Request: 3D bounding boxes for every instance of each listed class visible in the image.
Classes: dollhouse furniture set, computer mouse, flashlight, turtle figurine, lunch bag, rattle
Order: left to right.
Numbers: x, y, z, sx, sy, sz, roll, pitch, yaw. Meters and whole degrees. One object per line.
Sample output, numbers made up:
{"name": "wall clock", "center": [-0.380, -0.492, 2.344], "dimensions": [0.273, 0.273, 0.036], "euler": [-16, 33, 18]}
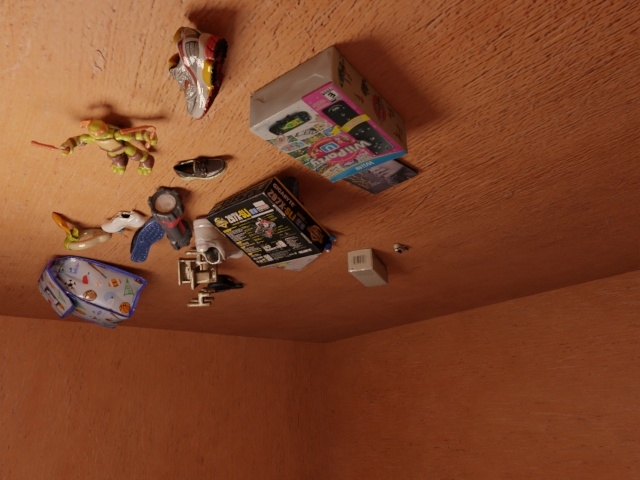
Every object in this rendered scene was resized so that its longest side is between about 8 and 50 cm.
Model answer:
{"name": "lunch bag", "center": [-1.024, 0.226, 1.966], "dimensions": [0.386, 0.238, 0.328], "euler": [30, 146, -26]}
{"name": "rattle", "center": [-0.787, -0.051, 1.544], "dimensions": [0.200, 0.142, 0.130], "euler": [-14, -167, -11]}
{"name": "turtle figurine", "center": [-0.498, -0.226, 1.051], "dimensions": [0.270, 0.087, 0.217], "euler": [-10, 166, -2]}
{"name": "flashlight", "center": [-0.474, -0.066, 1.452], "dimensions": [0.103, 0.103, 0.304], "euler": [-23, 166, -12]}
{"name": "dollhouse furniture set", "center": [-0.517, 0.139, 1.812], "dimensions": [0.161, 0.211, 0.242], "euler": [-2, -175, -4]}
{"name": "computer mouse", "center": [-0.509, 0.215, 2.202], "dimensions": [0.184, 0.060, 0.262], "euler": [-12, 168, 14]}

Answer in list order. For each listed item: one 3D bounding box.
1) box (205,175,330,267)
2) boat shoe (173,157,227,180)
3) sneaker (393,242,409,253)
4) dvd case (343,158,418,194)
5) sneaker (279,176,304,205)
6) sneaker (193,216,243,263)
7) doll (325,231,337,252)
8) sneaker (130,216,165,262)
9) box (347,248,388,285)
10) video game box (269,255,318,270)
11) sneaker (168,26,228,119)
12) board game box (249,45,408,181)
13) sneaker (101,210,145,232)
{"name": "box", "center": [-0.165, -0.041, 1.365], "dimensions": [0.322, 0.079, 0.257], "euler": [-15, 126, 46]}
{"name": "boat shoe", "center": [-0.323, -0.191, 1.193], "dimensions": [0.152, 0.056, 0.049], "euler": [-9, 162, 18]}
{"name": "sneaker", "center": [0.334, 0.038, 1.851], "dimensions": [0.083, 0.036, 0.032], "euler": [12, 152, -35]}
{"name": "dvd case", "center": [0.147, -0.196, 1.271], "dimensions": [0.221, 0.018, 0.165], "euler": [18, 151, -41]}
{"name": "sneaker", "center": [-0.093, -0.123, 1.373], "dimensions": [0.087, 0.083, 0.221], "euler": [-36, 161, -28]}
{"name": "sneaker", "center": [-0.370, 0.030, 1.618], "dimensions": [0.114, 0.152, 0.305], "euler": [-11, 158, 15]}
{"name": "doll", "center": [0.000, 0.000, 1.715], "dimensions": [0.129, 0.046, 0.189], "euler": [-4, 159, 3]}
{"name": "sneaker", "center": [-0.614, -0.022, 1.579], "dimensions": [0.082, 0.090, 0.232], "euler": [18, 130, -38]}
{"name": "box", "center": [0.214, 0.126, 1.986], "dimensions": [0.113, 0.094, 0.275], "euler": [-9, 158, 19]}
{"name": "video game box", "center": [-0.135, 0.070, 1.879], "dimensions": [0.187, 0.048, 0.205], "euler": [7, 157, -25]}
{"name": "sneaker", "center": [-0.240, -0.322, 0.863], "dimensions": [0.093, 0.088, 0.225], "euler": [24, 153, -8]}
{"name": "board game box", "center": [0.027, -0.259, 1.002], "dimensions": [0.224, 0.097, 0.303], "euler": [-17, 155, 34]}
{"name": "sneaker", "center": [-0.666, -0.069, 1.490], "dimensions": [0.152, 0.053, 0.061], "euler": [-12, 148, 10]}
